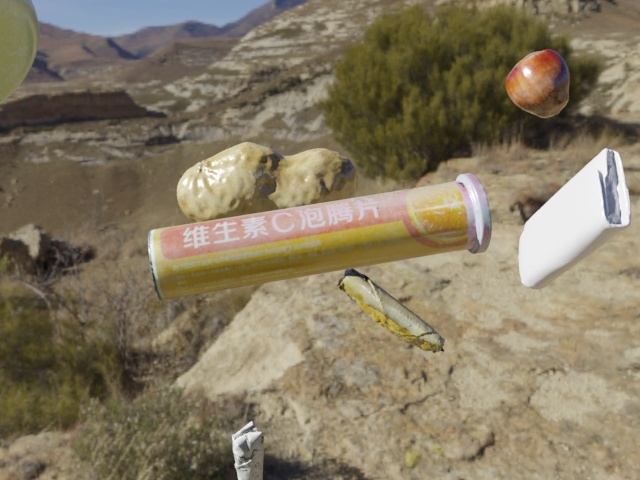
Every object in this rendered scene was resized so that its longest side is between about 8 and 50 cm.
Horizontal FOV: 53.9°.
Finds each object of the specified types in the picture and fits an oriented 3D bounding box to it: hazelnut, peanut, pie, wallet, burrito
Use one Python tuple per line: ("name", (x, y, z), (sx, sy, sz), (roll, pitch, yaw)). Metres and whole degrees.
("hazelnut", (0.271, -0.191, 0.775), (0.086, 0.086, 0.086), (-3, 16, 1))
("peanut", (-0.111, -0.116, 1.342), (0.386, 0.192, 0.170), (-4, 26, -1))
("pie", (0.158, 0.164, 1.393), (0.282, 0.068, 0.128), (34, -11, 8))
("wallet", (0.179, -0.011, 0.457), (0.025, 0.061, 0.122), (10, -24, -4))
("burrito", (-0.150, 0.465, 1.318), (0.064, 0.203, 0.064), (2, 36, -1))

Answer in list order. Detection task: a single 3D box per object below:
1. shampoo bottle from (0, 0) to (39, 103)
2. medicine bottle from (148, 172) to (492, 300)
("shampoo bottle", (-0.559, -0.322, 0.809), (0.317, 0.322, 0.322), (45, 29, 6))
("medicine bottle", (0.000, 0.000, 0.815), (0.425, 0.108, 0.108), (-10, 17, -6))
